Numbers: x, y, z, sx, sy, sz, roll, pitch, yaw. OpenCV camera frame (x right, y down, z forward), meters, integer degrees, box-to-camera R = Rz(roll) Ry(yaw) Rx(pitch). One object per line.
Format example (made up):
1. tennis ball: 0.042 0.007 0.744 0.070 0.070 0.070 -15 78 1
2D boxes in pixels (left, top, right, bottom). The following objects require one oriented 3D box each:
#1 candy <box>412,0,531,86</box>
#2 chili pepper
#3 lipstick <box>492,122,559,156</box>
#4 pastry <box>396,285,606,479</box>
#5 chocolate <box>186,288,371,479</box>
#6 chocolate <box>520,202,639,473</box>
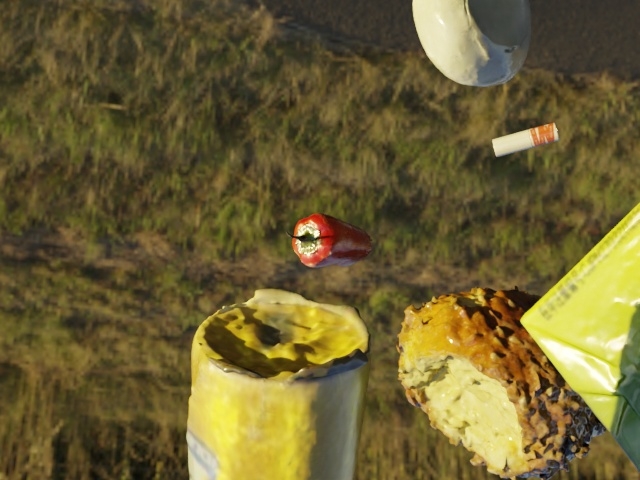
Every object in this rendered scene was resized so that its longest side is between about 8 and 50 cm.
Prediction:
1. candy: 0.298 -0.438 1.852 0.295 0.296 0.185 16 162 -35
2. chili pepper: 0.000 0.000 1.459 0.086 0.084 0.192 -48 150 18
3. lipstick: 0.418 -0.205 1.911 0.130 0.038 0.038 -14 157 16
4. pastry: 0.344 0.249 1.755 0.337 0.405 0.292 -32 152 -44
5. chocolate: -0.044 0.276 0.856 0.162 0.446 0.162 3 -160 -1
6. chocolate: 0.436 0.107 1.092 0.137 0.289 0.301 -14 150 -48
